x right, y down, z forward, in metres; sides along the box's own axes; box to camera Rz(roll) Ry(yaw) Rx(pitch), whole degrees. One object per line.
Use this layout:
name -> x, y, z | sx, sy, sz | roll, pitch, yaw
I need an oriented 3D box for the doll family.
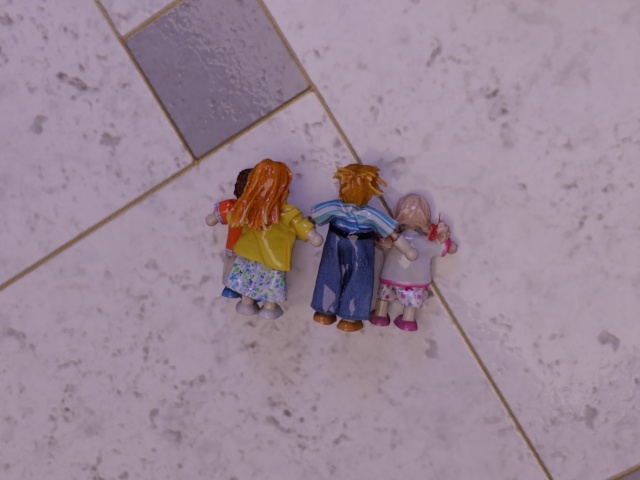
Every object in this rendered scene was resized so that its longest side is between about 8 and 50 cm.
doll family -> 0.000, 0.000, 1.138 | 0.262, 0.118, 0.163 | 9, 102, 11
